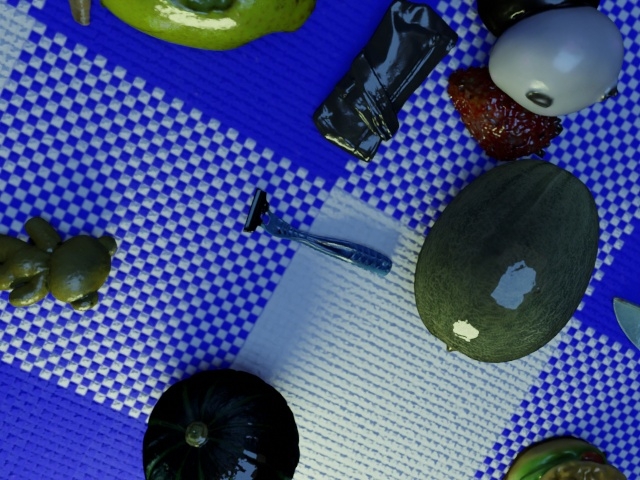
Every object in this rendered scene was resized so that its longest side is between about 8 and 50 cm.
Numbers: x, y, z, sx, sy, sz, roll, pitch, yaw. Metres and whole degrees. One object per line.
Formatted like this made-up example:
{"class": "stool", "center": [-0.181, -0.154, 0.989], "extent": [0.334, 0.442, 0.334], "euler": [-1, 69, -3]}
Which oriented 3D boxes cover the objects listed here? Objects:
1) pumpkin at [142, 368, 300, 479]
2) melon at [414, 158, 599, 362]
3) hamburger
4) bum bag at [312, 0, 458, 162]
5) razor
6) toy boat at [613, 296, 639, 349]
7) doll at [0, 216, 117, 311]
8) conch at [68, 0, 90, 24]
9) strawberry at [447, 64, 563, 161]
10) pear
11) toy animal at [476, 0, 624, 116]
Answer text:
{"class": "pumpkin", "center": [-0.144, 0.335, 1.168], "extent": [0.248, 0.248, 0.248], "euler": [-2, 104, -8]}
{"class": "melon", "center": [0.284, 0.032, 1.130], "extent": [0.249, 0.248, 0.329], "euler": [29, 95, -14]}
{"class": "hamburger", "center": [0.446, 0.478, 1.315], "extent": [0.237, 0.149, 0.237], "euler": [-2, 106, -8]}
{"class": "bum bag", "center": [0.096, -0.243, 1.124], "extent": [0.123, 0.060, 0.248], "euler": [34, 99, -14]}
{"class": "razor", "center": [0.000, 0.000, 1.182], "extent": [0.253, 0.042, 0.082], "euler": [21, 59, -15]}
{"class": "toy boat", "center": [0.560, 0.141, 1.312], "extent": [0.122, 0.034, 0.096], "euler": [23, 100, -5]}
{"class": "doll", "center": [-0.416, 0.040, 1.116], "extent": [0.209, 0.097, 0.137], "euler": [8, 71, 5]}
{"class": "conch", "center": [-0.349, -0.458, 0.984], "extent": [0.109, 0.093, 0.330], "euler": [-7, 106, -14]}
{"class": "strawberry", "center": [0.295, -0.199, 1.154], "extent": [0.140, 0.085, 0.192], "euler": [-27, 105, 1]}
{"class": "pear", "center": [-0.141, -0.351, 1.010], "extent": [0.255, 0.164, 0.238], "euler": [34, 95, -16]}
{"class": "toy animal", "center": [0.331, -0.294, 1.062], "extent": [0.187, 0.165, 0.235], "euler": [-11, 80, -4]}
